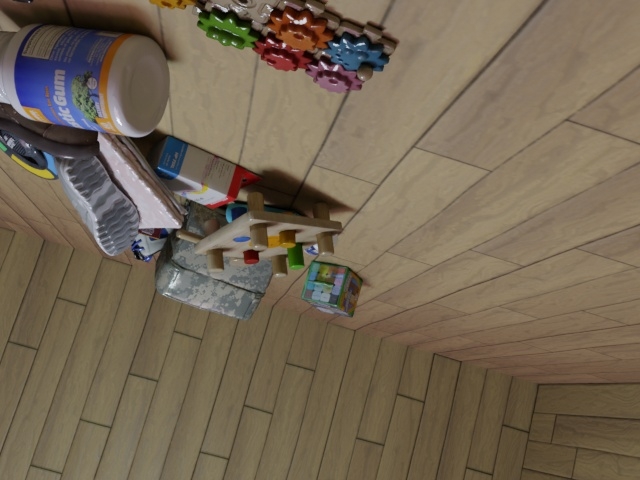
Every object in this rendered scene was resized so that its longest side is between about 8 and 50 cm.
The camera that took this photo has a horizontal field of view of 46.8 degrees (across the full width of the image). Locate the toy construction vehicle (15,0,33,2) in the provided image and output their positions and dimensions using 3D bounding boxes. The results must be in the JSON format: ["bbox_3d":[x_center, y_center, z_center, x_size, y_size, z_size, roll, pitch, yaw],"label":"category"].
[{"bbox_3d":[-0.401,-0.360,0.984,0.098,0.035,0.086,10,155,11],"label":"toy construction vehicle"}]

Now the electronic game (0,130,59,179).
[{"bbox_3d":[-0.646,-0.218,1.587,0.229,0.048,0.229,27,150,17],"label":"electronic game"}]

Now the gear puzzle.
[{"bbox_3d":[-0.081,-0.270,0.946,0.338,0.044,0.175,19,166,-16],"label":"gear puzzle"}]

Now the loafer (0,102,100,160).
[{"bbox_3d":[-0.564,-0.272,1.387,0.365,0.130,0.134,22,-159,9],"label":"loafer"}]

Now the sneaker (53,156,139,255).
[{"bbox_3d":[-0.474,-0.090,1.569,0.115,0.105,0.281,32,148,39],"label":"sneaker"}]

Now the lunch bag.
[{"bbox_3d":[-0.266,0.041,2.002,0.305,0.256,0.213,22,-159,-20],"label":"lunch bag"}]

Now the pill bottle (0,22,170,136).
[{"bbox_3d":[-0.385,-0.251,1.137,0.271,0.152,0.152,10,166,17],"label":"pill bottle"}]

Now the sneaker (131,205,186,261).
[{"bbox_3d":[-0.509,-0.042,2.067,0.315,0.182,0.127,22,164,-25],"label":"sneaker"}]

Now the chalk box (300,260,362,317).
[{"bbox_3d":[0.030,0.148,2.351,0.132,0.132,0.213,11,165,23],"label":"chalk box"}]

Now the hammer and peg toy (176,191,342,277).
[{"bbox_3d":[-0.158,0.012,1.719,0.265,0.128,0.361,7,158,-39],"label":"hammer and peg toy"}]

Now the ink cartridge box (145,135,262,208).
[{"bbox_3d":[-0.260,-0.137,1.618,0.231,0.078,0.134,22,163,-26],"label":"ink cartridge box"}]

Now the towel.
[{"bbox_3d":[-0.468,-0.156,1.591,0.316,0.053,0.332,1,135,46],"label":"towel"}]

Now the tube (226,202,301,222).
[{"bbox_3d":[-0.136,-0.064,1.862,0.207,0.052,0.080,4,174,22],"label":"tube"}]

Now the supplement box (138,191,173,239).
[{"bbox_3d":[-0.481,-0.105,1.891,0.191,0.129,0.194,18,166,-11],"label":"supplement box"}]

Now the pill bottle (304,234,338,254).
[{"bbox_3d":[0.000,0.000,1.909,0.067,0.067,0.120,20,166,-18],"label":"pill bottle"}]
